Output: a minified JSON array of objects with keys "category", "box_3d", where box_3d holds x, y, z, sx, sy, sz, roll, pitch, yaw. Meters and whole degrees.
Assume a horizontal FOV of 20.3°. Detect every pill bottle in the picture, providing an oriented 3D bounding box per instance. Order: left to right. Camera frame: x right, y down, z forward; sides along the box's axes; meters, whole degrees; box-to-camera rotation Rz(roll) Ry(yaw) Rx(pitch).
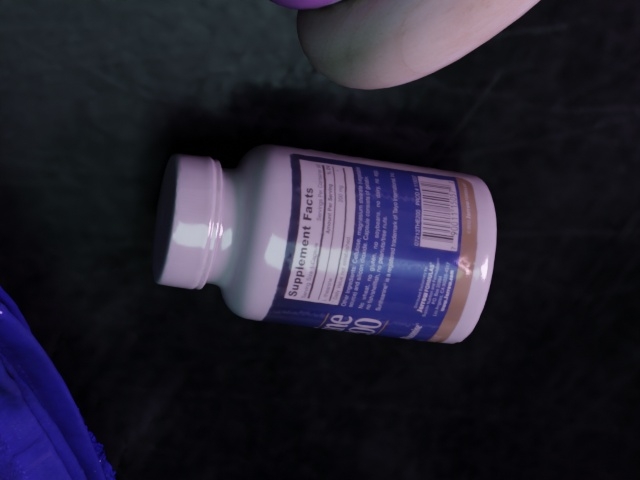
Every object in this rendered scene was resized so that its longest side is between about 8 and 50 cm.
[{"category":"pill bottle","box_3d":[0.000,0.000,0.673,0.120,0.067,0.067,8,115,-13]}]

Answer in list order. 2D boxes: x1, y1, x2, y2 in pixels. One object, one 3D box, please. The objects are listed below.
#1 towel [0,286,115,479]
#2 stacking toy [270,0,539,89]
[{"category":"towel","box_3d":[-0.238,0.106,0.654,0.308,0.076,0.227,-19,140,-2]},{"category":"stacking toy","box_3d":[-0.047,-0.204,0.536,0.141,0.141,0.330,-40,111,11]}]
